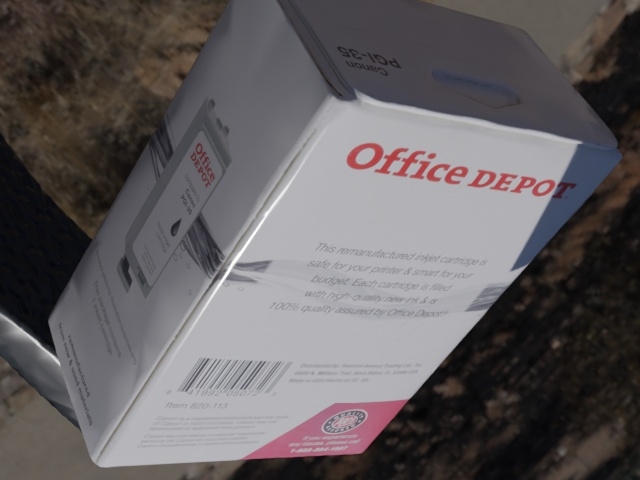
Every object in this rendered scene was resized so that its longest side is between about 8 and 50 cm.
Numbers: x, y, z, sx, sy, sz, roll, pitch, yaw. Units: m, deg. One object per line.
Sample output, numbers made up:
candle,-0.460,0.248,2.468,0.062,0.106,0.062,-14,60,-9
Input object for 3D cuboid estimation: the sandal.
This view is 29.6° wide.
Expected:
sandal,-0.259,0.005,0.842,0.107,0.167,0.445,-25,119,25

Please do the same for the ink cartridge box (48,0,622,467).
ink cartridge box,0.000,0.000,0.693,0.207,0.117,0.283,6,133,-38
